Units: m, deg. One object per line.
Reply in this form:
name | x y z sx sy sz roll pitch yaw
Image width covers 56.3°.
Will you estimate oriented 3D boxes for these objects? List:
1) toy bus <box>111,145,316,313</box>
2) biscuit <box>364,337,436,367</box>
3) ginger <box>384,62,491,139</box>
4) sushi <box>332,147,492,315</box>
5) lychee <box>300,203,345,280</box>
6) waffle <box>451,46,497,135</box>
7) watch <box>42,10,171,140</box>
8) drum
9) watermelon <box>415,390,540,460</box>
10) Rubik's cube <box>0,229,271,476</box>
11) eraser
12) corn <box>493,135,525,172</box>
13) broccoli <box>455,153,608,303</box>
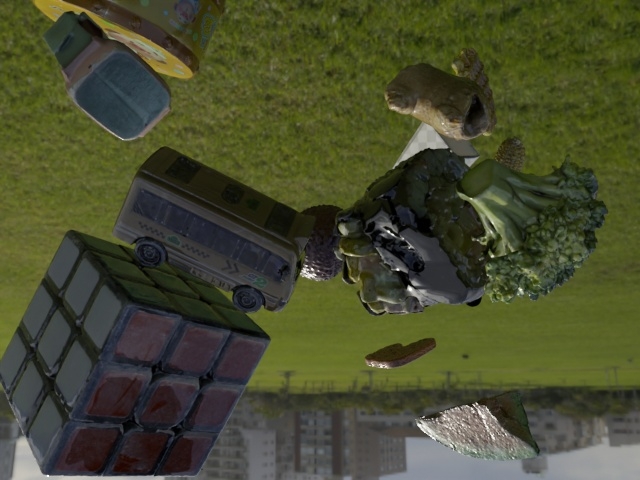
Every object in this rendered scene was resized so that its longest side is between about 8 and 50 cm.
toy bus | -0.153 -0.018 0.925 0.290 0.139 0.157 27 123 -4
biscuit | 0.251 0.349 1.856 0.186 0.036 0.192 -22 -175 -29
ginger | 0.272 -0.330 1.422 0.221 0.275 0.130 1 123 -17
sushi | 0.201 -0.012 1.284 0.328 0.328 0.285 47 137 -17
lychee | 0.000 0.000 1.976 0.261 0.260 0.260 0 165 0
waffle | 0.473 -0.459 1.818 0.058 0.281 0.301 -16 179 28
watch | -0.455 -0.355 1.257 0.162 0.241 0.253 -43 135 1
drum | -0.465 -0.585 1.471 0.431 0.214 0.431 21 180 0
watermelon | 0.196 0.222 0.754 0.155 0.080 0.101 -37 -173 42
Rubik's cube | -0.331 0.200 1.051 0.301 0.303 0.305 33 -176 43
eraser | 0.400 -0.280 2.143 0.082 0.213 0.397 -33 171 -19
corn | 0.525 -0.169 1.764 0.087 0.086 0.288 5 122 -20
broccoli | 0.311 -0.037 0.978 0.243 0.263 0.247 32 -177 -33
